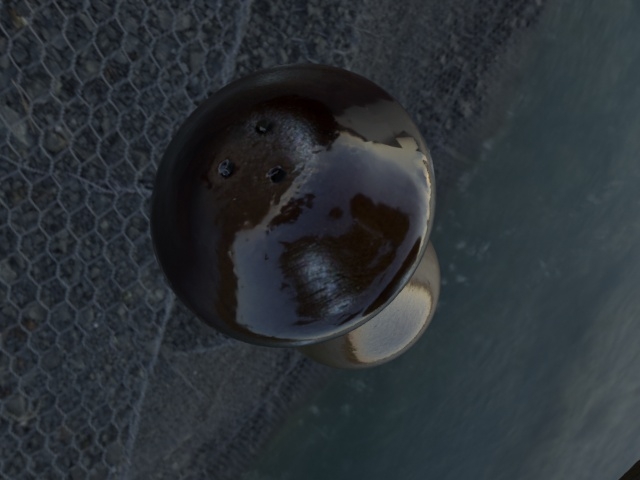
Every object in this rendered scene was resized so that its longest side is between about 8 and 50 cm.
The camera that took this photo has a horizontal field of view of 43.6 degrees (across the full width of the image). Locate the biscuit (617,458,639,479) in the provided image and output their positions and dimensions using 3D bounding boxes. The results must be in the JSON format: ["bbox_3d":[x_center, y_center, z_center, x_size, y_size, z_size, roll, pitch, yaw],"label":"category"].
[{"bbox_3d":[0.277,0.166,0.599,0.317,0.040,0.318,-32,156,-16],"label":"biscuit"}]

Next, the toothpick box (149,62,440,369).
[{"bbox_3d":[0.000,0.000,0.596,0.192,0.192,0.294,-46,157,-3],"label":"toothpick box"}]
